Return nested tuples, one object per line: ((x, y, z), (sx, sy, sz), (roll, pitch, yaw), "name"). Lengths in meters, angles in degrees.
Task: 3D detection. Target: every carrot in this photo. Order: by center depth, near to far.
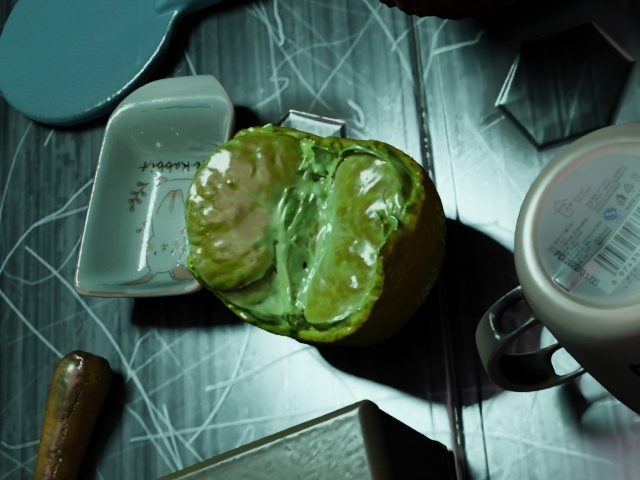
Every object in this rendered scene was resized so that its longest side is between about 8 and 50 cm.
((-0.240, 0.184, 1.482), (0.055, 0.055, 0.161), (11, 83, 34), "carrot")

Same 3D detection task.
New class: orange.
((0.005, 0.002, 1.342), (0.237, 0.158, 0.179), (10, 79, 34), "orange")

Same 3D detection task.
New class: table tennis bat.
((-0.213, -0.234, 1.649), (0.329, 0.044, 0.215), (-16, 61, 27), "table tennis bat")

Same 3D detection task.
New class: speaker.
((-0.011, 0.253, 1.249), (0.231, 0.153, 0.192), (-23, 59, 21), "speaker")

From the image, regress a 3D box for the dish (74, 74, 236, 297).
((-0.142, -0.048, 1.511), (0.154, 0.064, 0.234), (-2, 70, 30), "dish")

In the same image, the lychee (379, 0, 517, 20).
((0.124, -0.323, 1.359), (0.260, 0.260, 0.260), (-12, 64, 26), "lychee")

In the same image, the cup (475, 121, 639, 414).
((0.227, 0.036, 1.170), (0.253, 0.200, 0.191), (-27, 58, 19), "cup")
